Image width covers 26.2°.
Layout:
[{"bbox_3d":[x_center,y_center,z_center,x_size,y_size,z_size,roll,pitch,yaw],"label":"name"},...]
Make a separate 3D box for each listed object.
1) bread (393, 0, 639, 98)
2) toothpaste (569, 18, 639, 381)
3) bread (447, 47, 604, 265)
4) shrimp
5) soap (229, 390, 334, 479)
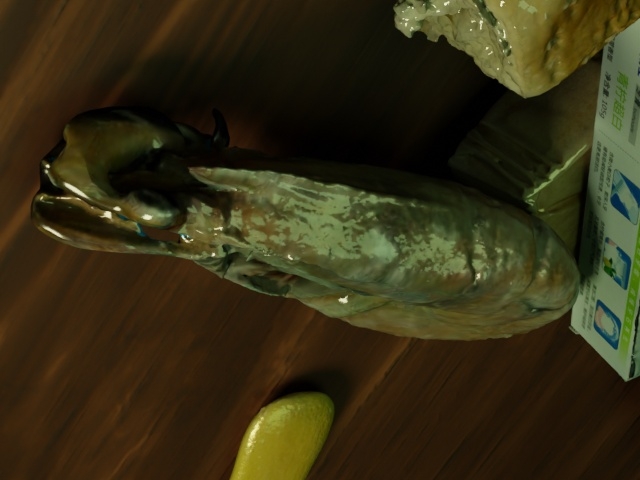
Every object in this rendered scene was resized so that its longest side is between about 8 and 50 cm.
[{"bbox_3d":[0.135,-0.226,0.879,0.246,0.195,0.176,-40,141,0],"label":"bread"},{"bbox_3d":[0.246,-0.036,1.030,0.067,0.081,0.336,-24,138,-20],"label":"toothpaste"},{"bbox_3d":[0.226,-0.077,1.127,0.210,0.110,0.192,-45,140,6],"label":"bread"},{"bbox_3d":[0.000,0.000,1.022,0.446,0.110,0.221,18,155,-32],"label":"shrimp"},{"bbox_3d":[-0.041,0.200,1.228,0.089,0.033,0.168,0,125,-31],"label":"soap"}]
